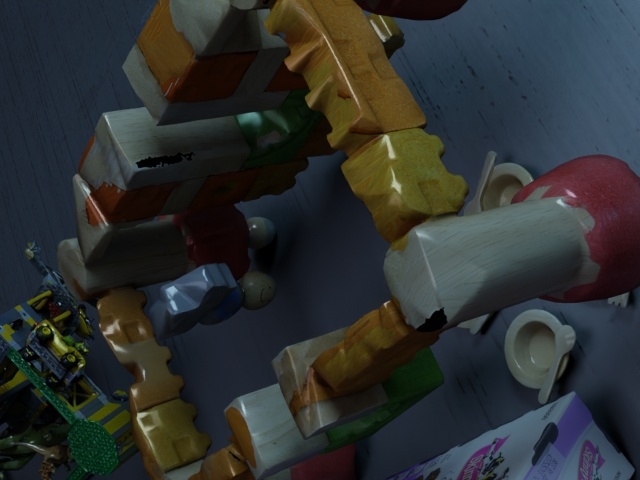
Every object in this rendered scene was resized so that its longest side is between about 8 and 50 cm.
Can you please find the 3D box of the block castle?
[{"bbox_3d":[0.000,0.000,0.773,0.303,0.213,0.453,62,142,18],"label":"block castle"}]

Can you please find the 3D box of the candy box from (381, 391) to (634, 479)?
[{"bbox_3d":[0.085,0.198,0.696,0.196,0.165,0.070,-36,92,41],"label":"candy box"}]

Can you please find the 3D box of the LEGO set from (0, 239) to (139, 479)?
[{"bbox_3d":[-0.281,0.184,1.165,0.255,0.192,0.331,39,123,11],"label":"LEGO set"}]

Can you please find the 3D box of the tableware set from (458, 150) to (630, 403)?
[{"bbox_3d":[0.145,0.021,0.761,0.168,0.020,0.141,37,114,44],"label":"tableware set"}]

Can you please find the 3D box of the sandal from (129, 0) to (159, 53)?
[{"bbox_3d":[-0.092,-0.225,1.045,0.254,0.054,0.097,-35,68,31],"label":"sandal"}]
